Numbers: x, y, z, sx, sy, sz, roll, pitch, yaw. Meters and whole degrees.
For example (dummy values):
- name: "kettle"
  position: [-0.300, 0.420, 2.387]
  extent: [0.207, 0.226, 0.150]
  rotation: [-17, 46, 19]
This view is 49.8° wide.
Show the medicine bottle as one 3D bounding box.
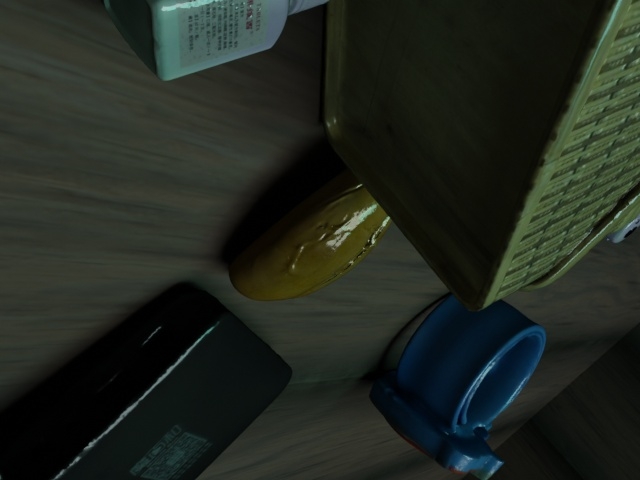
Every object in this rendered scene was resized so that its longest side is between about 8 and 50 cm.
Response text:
- name: "medicine bottle"
  position: [-0.052, -0.141, 0.377]
  extent: [0.118, 0.074, 0.055]
  rotation: [-24, 149, -25]

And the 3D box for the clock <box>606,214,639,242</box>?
- name: "clock"
  position: [0.468, -0.103, 1.043]
  extent: [0.228, 0.090, 0.248]
  rotation: [-5, 136, -47]

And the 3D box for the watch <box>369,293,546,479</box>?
- name: "watch"
  position: [0.265, 0.225, 1.169]
  extent: [0.305, 0.241, 0.274]
  rotation: [8, 114, -54]

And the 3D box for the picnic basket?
- name: "picnic basket"
  position: [0.130, -0.135, 0.446]
  extent: [0.175, 0.228, 0.313]
  rotation: [-25, 149, -19]

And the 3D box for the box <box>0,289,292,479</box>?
- name: "box"
  position: [-0.172, 0.198, 0.717]
  extent: [0.290, 0.073, 0.289]
  rotation: [-44, 154, -8]

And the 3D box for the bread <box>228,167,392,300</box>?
- name: "bread"
  position: [0.000, 0.000, 0.628]
  extent: [0.189, 0.077, 0.114]
  rotation: [-41, 179, 18]
